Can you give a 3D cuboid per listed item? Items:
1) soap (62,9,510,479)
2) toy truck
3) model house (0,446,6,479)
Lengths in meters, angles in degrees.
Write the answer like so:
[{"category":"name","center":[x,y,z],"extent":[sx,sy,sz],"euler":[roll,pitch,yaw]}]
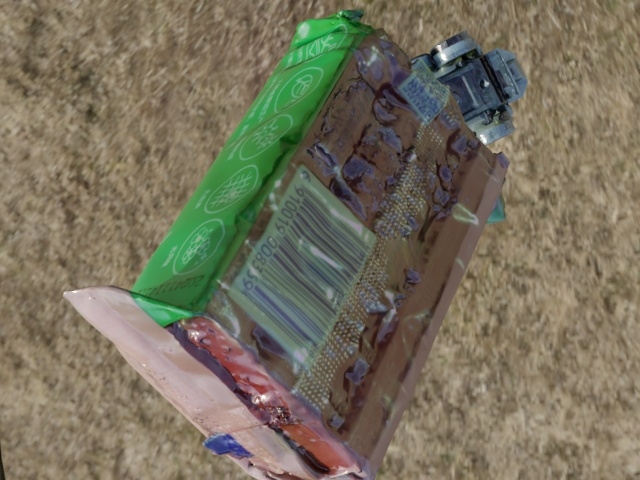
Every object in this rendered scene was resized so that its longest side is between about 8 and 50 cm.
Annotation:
[{"category":"soap","center":[0.002,0.000,0.701],"extent":[0.098,0.273,0.218],"euler":[-12,129,42]},{"category":"toy truck","center":[0.089,-0.117,1.167],"extent":[0.257,0.140,0.108],"euler":[-27,92,5]},{"category":"model house","center":[-0.238,0.057,0.254],"extent":[0.284,0.243,0.298],"euler":[-4,109,0]}]
